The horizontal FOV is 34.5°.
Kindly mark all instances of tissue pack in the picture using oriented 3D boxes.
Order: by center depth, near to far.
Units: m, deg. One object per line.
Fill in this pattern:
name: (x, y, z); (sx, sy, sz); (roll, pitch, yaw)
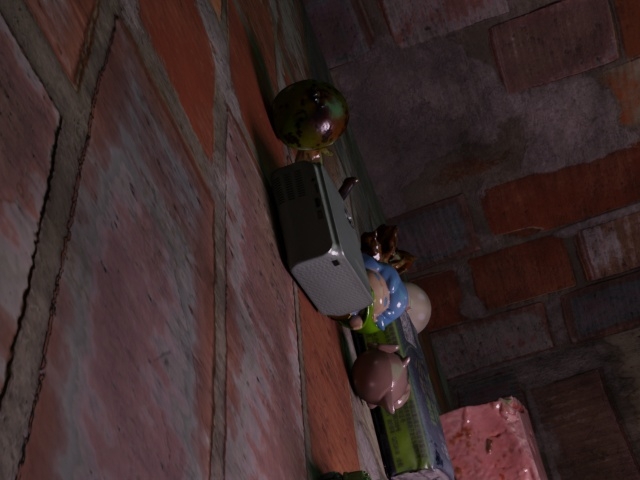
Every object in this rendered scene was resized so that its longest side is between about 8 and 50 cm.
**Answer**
tissue pack: (0.184, 0.346, 2.274); (0.288, 0.124, 0.394); (51, 23, -63)

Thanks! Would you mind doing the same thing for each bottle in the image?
bottle: (0.188, 0.167, 2.632); (0.236, 0.148, 0.147); (26, 46, -68)

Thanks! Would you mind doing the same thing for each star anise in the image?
star anise: (0.115, 0.017, 2.403); (0.237, 0.148, 0.346); (-31, 110, -37)

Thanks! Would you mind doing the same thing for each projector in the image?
projector: (0.000, 0.000, 1.842); (0.250, 0.108, 0.198); (55, 20, -60)

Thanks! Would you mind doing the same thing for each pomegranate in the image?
pomegranate: (-0.015, -0.225, 2.078); (0.156, 0.156, 0.220); (-97, 176, -52)

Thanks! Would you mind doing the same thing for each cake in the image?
cake: (0.405, 0.579, 2.610); (0.293, 0.307, 0.314); (49, 25, -67)

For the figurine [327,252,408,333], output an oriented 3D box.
figurine: (0.079, 0.111, 2.071); (0.263, 0.143, 0.162); (-5, 69, -64)

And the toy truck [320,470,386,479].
toy truck: (0.068, 0.384, 1.498); (0.169, 0.100, 0.077); (60, 16, -53)

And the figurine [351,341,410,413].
figurine: (0.121, 0.268, 2.025); (0.125, 0.125, 0.138); (24, 63, -79)
